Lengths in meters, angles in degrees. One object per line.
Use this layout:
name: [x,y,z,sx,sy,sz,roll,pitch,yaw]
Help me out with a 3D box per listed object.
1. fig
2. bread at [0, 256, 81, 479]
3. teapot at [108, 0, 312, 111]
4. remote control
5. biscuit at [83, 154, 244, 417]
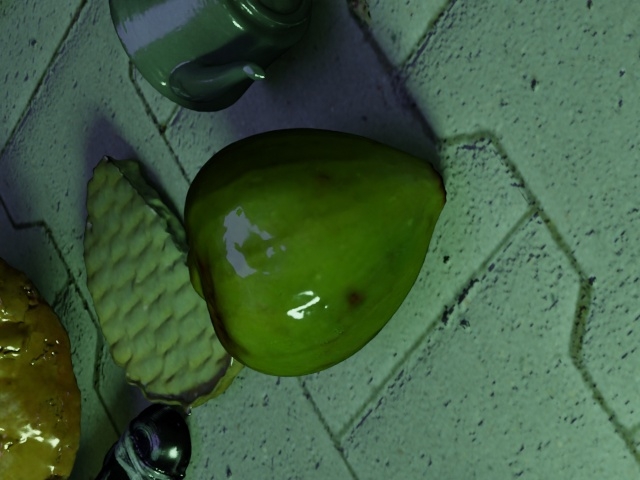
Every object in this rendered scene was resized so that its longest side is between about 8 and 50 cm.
fig: [0.000,0.000,1.492,0.225,0.203,0.203,-21,77,6]
bread: [-0.427,0.183,1.868,0.215,0.398,0.398,53,-156,-84]
teapot: [-0.073,-0.220,1.558,0.149,0.162,0.239,-27,46,40]
remote control: [-0.204,0.268,1.841,0.090,0.066,0.266,44,129,19]
biscuit: [-0.163,0.059,1.784,0.273,0.036,0.187,54,132,29]
